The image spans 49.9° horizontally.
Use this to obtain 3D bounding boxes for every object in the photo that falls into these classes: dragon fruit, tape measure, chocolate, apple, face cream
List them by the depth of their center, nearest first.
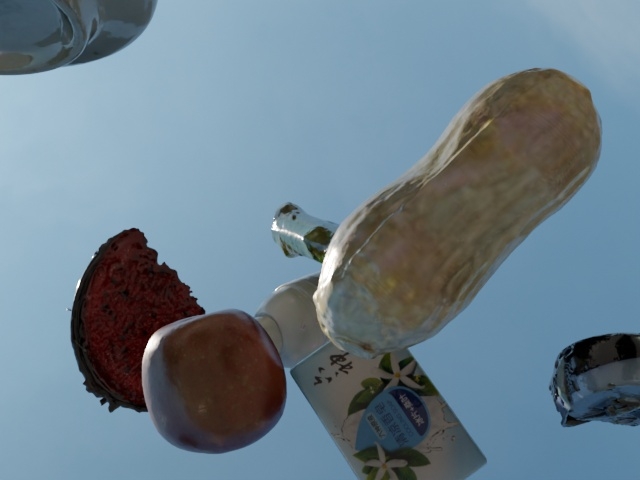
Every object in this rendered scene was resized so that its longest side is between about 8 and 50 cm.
[{"bbox_3d":[0.216,0.105,0.512,0.091,0.094,0.054,0,-123,-2],"label":"tape measure"},{"bbox_3d":[0.114,-0.024,0.590,0.134,0.134,0.309,45,-87,5],"label":"chocolate"},{"bbox_3d":[-0.133,0.174,0.860,0.181,0.181,0.169,-18,-89,-36],"label":"apple"},{"bbox_3d":[-0.016,0.131,1.126,0.369,0.145,0.145,-18,-111,-41],"label":"face cream"},{"bbox_3d":[-0.352,0.175,1.298,0.282,0.100,0.344,-45,-72,-39],"label":"dragon fruit"}]

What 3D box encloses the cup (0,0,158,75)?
[{"bbox_3d":[-0.255,-0.232,0.507,0.347,0.347,0.163,5,-104,-26],"label":"cup"}]

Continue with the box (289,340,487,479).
[{"bbox_3d":[0.085,0.221,0.871,0.142,0.083,0.232,-36,-108,1],"label":"box"}]

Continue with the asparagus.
[{"bbox_3d":[-0.001,-0.001,1.086,0.085,0.343,0.082,-29,-68,-16],"label":"asparagus"}]
